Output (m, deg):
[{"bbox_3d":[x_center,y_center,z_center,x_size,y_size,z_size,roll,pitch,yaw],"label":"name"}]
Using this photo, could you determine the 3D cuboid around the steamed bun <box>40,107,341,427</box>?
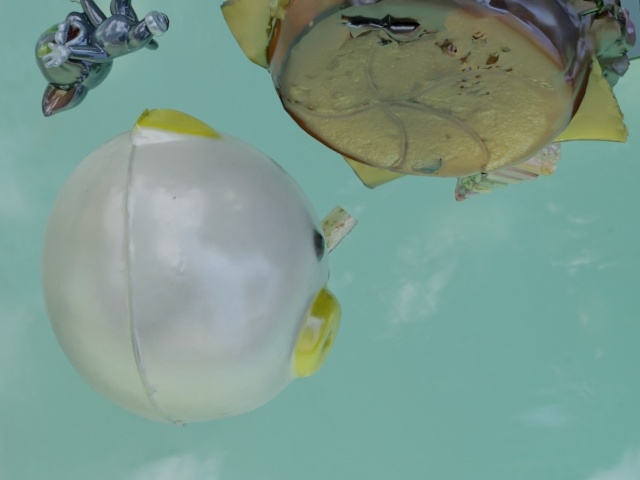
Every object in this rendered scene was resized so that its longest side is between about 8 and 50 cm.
[{"bbox_3d":[-0.142,0.038,0.900,0.334,0.374,0.333,0,77,1],"label":"steamed bun"}]

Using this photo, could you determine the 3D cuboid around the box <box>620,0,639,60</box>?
[{"bbox_3d":[0.284,-0.262,0.791,0.329,0.253,0.177,-11,108,-12],"label":"box"}]

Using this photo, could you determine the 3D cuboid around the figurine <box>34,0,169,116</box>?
[{"bbox_3d":[-0.358,-0.332,1.318,0.265,0.140,0.193,-11,66,14],"label":"figurine"}]

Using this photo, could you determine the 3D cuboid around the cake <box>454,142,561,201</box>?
[{"bbox_3d":[0.268,-0.130,1.183,0.090,0.225,0.109,7,77,-12],"label":"cake"}]

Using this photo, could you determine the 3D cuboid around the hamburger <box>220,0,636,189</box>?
[{"bbox_3d":[0.071,-0.141,0.528,0.262,0.243,0.138,41,50,-46],"label":"hamburger"}]

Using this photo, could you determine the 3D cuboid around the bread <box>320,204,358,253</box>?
[{"bbox_3d":[0.000,0.000,1.533,0.154,0.068,0.028,-44,125,-1],"label":"bread"}]
